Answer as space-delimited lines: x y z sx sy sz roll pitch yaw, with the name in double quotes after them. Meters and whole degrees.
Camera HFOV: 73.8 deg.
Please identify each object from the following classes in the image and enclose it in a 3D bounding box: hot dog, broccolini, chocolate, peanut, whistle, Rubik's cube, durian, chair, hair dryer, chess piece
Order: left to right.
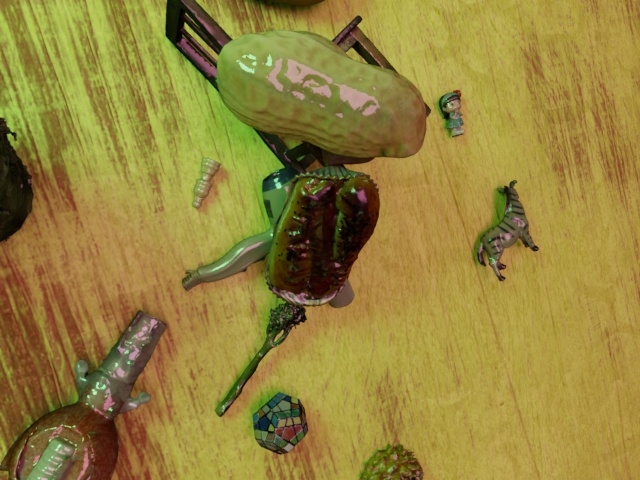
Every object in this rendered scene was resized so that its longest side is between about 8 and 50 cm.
-0.358 0.276 0.669 0.142 0.134 0.346 21 69 15 "whistle"
-0.214 -0.103 0.783 0.035 0.035 0.092 19 86 -22 "chess piece"
-0.111 0.221 0.792 0.071 0.057 0.254 33 83 -2 "broccolini"
-0.076 0.345 0.805 0.111 0.111 0.093 38 48 -19 "Rubik's cube"
-0.061 0.052 0.829 0.296 0.119 0.298 41 90 -22 "hair dryer"
-0.038 -0.304 0.776 0.240 0.203 0.416 -47 108 -13 "chair"
0.000 0.000 0.718 0.162 0.082 0.271 13 119 -13 "hot dog"
0.011 -0.206 0.612 0.312 0.152 0.152 16 83 -7 "peanut"
0.050 -0.158 0.701 0.100 0.031 0.065 -8 93 -17 "chocolate"
0.140 0.551 0.903 0.140 0.078 0.224 39 74 -18 "durian"

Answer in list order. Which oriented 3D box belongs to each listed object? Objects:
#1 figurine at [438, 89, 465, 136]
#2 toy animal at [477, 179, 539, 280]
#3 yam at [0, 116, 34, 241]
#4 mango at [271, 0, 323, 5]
0.318 -0.301 1.011 0.059 0.047 0.106 -19 99 -14 "figurine"
0.459 -0.026 1.059 0.217 0.073 0.176 -40 99 -14 "toy animal"
-0.479 -0.095 0.506 0.240 0.348 0.241 4 82 -26 "yam"
-0.073 -0.532 0.806 0.250 0.114 0.157 -8 100 -24 "mango"
